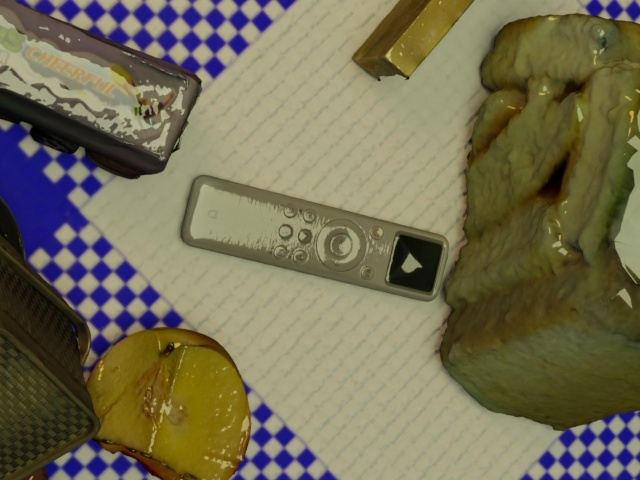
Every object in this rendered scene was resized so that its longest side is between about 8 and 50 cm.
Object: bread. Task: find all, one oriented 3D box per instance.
[{"bbox_3d":[0.280,-0.007,1.350,0.239,0.264,0.395,12,88,-23],"label":"bread"}]

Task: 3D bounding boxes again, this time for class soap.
[{"bbox_3d":[0.133,-0.250,1.371,0.037,0.092,0.252,43,80,-18],"label":"soap"}]

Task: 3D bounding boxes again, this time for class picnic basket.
[{"bbox_3d":[-0.321,0.118,1.159,0.267,0.139,0.165,-30,134,5],"label":"picnic basket"}]

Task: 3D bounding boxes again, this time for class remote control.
[{"bbox_3d":[0.000,0.000,1.375,0.261,0.029,0.067,14,89,-19],"label":"remote control"}]

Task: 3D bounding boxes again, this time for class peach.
[{"bbox_3d":[-0.124,0.147,1.300,0.151,0.118,0.151,-4,77,17],"label":"peach"}]

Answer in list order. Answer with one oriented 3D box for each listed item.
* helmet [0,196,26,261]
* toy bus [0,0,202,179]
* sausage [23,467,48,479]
[{"bbox_3d":[-0.340,-0.002,1.221,0.177,0.107,0.153,-33,131,5],"label":"helmet"},{"bbox_3d":[-0.260,-0.155,1.223,0.317,0.138,0.112,22,85,-20],"label":"toy bus"},{"bbox_3d":[-0.316,0.286,1.233,0.148,0.148,0.254,41,82,-16],"label":"sausage"}]
